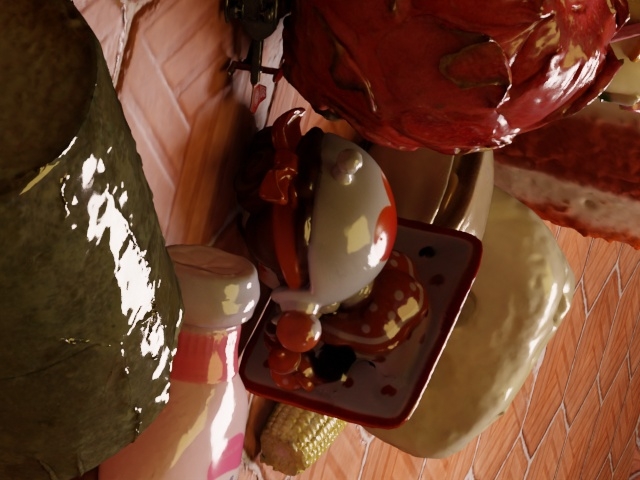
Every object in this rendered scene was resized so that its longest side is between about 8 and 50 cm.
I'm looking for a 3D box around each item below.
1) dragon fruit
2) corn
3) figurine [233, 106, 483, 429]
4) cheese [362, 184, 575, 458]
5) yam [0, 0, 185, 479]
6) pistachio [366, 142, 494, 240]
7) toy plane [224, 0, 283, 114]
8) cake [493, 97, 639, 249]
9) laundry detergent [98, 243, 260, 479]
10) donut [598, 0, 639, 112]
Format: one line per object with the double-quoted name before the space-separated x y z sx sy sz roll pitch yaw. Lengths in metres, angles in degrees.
"dragon fruit" 0.091 -0.170 1.294 0.241 0.241 0.252 -67 -164 -14
"corn" 0.004 0.133 1.604 0.165 0.063 0.085 -54 178 -38
"figurine" 0.000 0.000 1.371 0.183 0.160 0.226 -64 151 -24
"cheese" 0.132 0.064 1.725 0.251 0.173 0.248 -53 162 -31
"yam" -0.155 -0.001 0.890 0.161 0.161 0.268 -61 156 -30
"pistachio" 0.082 -0.034 1.584 0.152 0.126 0.223 -29 -146 59
"toy plane" -0.041 -0.155 1.254 0.060 0.037 0.145 -56 153 -65
"cake" 0.290 -0.187 1.804 0.319 0.270 0.269 88 27 -49
"laundry detergent" -0.109 0.169 1.278 0.159 0.088 0.335 -29 132 -63
"donut" 0.247 -0.307 1.539 0.150 0.307 0.371 -36 -152 53
